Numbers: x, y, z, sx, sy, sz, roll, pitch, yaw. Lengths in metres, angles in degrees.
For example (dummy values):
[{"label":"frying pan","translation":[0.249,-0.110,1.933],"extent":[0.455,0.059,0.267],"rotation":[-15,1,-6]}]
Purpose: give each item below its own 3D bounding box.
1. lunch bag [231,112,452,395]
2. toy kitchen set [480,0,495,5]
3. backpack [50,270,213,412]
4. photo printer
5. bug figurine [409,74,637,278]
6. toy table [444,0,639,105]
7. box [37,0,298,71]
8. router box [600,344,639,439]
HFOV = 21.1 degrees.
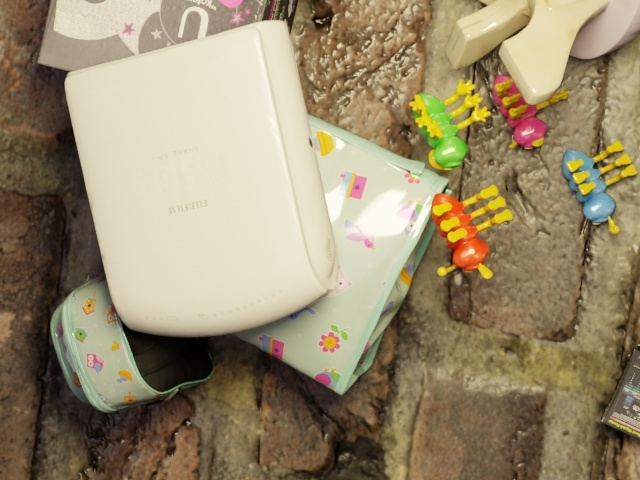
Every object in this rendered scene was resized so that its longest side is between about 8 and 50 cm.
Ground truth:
[{"label":"lunch bag","translation":[0.000,0.000,1.906],"extent":[0.223,0.160,0.262],"rotation":[26,106,10]},{"label":"toy kitchen set","translation":[0.117,-0.373,1.895],"extent":[0.207,0.166,0.122],"rotation":[25,103,-28]},{"label":"backpack","translation":[-0.222,0.111,1.949],"extent":[0.144,0.188,0.166],"rotation":[-16,92,14]},{"label":"photo printer","translation":[-0.122,-0.054,1.800],"extent":[0.256,0.107,0.307],"rotation":[-11,92,22]},{"label":"bug figurine","translation":[0.201,-0.078,1.848],"extent":[0.072,0.279,0.216],"rotation":[-39,72,55]},{"label":"toy table","translation":[0.226,-0.271,1.753],"extent":[0.161,0.274,0.252],"rotation":[-20,59,-18]},{"label":"box","translation":[-0.168,-0.248,1.928],"extent":[0.247,0.142,0.163],"rotation":[15,98,11]},{"label":"router box","translation":[0.384,0.183,1.895],"extent":[0.122,0.038,0.092],"rotation":[25,99,10]}]
